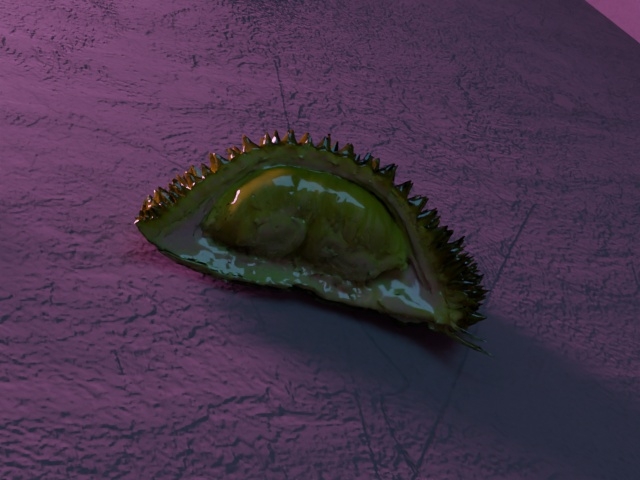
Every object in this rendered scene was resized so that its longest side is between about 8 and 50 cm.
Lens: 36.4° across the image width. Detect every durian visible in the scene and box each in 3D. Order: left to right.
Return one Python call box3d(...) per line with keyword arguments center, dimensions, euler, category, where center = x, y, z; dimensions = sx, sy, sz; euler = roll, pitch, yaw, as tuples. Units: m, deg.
box3d(center=(0.000, 0.000, 0.952), dimensions=(0.352, 0.158, 0.169), euler=(18, 66, -10), category="durian")
